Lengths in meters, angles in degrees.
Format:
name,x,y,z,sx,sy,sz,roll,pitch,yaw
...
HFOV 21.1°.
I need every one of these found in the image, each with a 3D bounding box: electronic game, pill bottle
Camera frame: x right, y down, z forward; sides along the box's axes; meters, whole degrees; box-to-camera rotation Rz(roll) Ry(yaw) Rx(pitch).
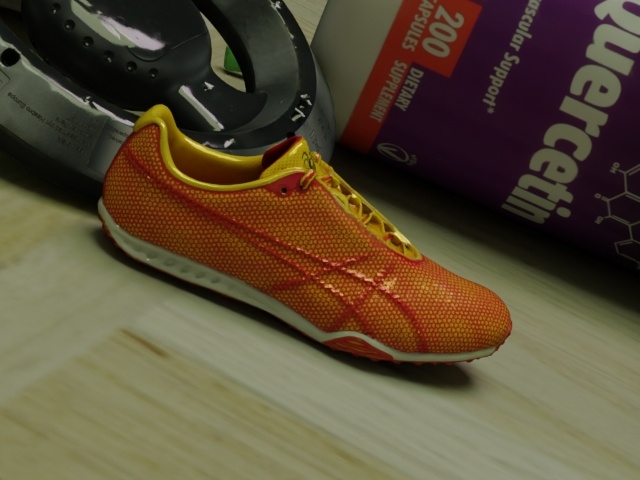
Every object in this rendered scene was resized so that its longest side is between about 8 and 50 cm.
name,x,y,z,sx,sy,sz,roll,pitch,yaw
electronic game,-0.093,-0.095,0.784,0.229,0.048,0.229,25,36,-19
pill bottle,0.162,-0.082,0.914,0.323,0.181,0.181,24,19,0

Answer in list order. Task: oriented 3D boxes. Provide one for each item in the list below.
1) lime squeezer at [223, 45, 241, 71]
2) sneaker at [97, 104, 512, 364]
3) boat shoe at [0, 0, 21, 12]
name,x,y,z,sx,sy,sz,roll,pitch,yaw
lime squeezer,0.077,-0.104,1.068,0.110,0.059,0.310,35,23,29
sneaker,0.000,0.000,0.680,0.175,0.067,0.064,22,17,-11
boat shoe,-0.209,-0.160,0.858,0.258,0.095,0.084,24,48,-16
